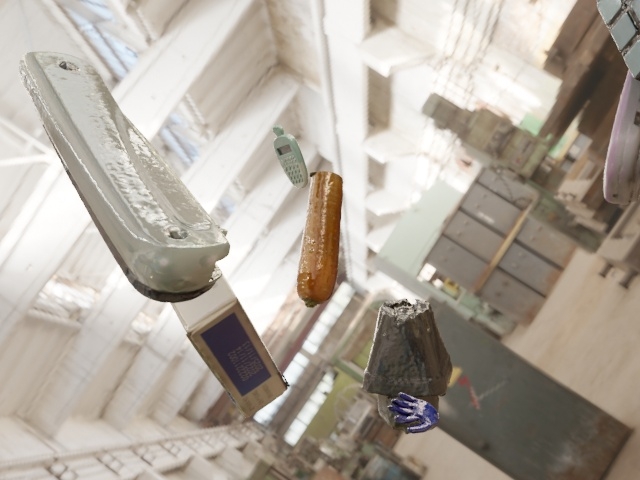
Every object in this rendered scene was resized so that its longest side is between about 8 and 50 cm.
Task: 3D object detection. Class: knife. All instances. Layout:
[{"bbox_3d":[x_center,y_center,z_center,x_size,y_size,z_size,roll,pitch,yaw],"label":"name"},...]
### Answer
[{"bbox_3d":[-0.137,-0.056,0.542,0.073,0.265,0.040,-10,-48,-35],"label":"knife"}]

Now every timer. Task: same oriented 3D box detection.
[{"bbox_3d":[0.500,-0.168,1.273,0.208,0.069,0.191,-71,-23,-13],"label":"timer"}]

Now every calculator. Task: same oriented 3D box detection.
[{"bbox_3d":[-0.069,-0.189,1.795,0.021,0.153,0.095,-24,8,-27],"label":"calculator"}]

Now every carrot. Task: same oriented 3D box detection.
[{"bbox_3d":[0.000,0.000,1.293,0.067,0.067,0.225,93,-178,-73],"label":"carrot"}]

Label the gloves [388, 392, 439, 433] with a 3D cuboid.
[{"bbox_3d":[0.150,0.281,1.289,0.026,0.086,0.064,-57,11,42],"label":"gloves"}]

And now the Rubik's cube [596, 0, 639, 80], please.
[{"bbox_3d":[0.515,-0.327,1.112,0.162,0.160,0.163,-2,-30,-21],"label":"Rubik's cube"}]

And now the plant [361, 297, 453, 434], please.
[{"bbox_3d":[0.169,0.241,1.540,0.142,0.164,0.256,-38,-51,-71],"label":"plant"}]

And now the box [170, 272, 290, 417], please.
[{"bbox_3d":[-0.164,0.026,0.942,0.065,0.343,0.200,-31,-39,-9],"label":"box"}]
